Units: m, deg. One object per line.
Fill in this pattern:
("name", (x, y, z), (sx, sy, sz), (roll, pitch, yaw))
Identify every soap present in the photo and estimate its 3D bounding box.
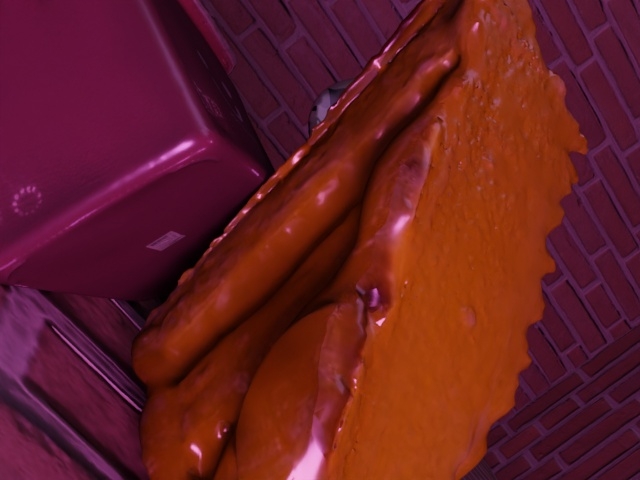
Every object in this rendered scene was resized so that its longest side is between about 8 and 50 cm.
("soap", (0.059, 0.051, 0.392), (0.169, 0.338, 0.304), (32, 19, -36))

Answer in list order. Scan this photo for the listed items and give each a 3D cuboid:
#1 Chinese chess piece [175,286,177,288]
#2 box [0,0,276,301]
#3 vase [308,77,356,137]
("Chinese chess piece", (-0.113, 0.029, 0.713), (0.084, 0.084, 0.034), (45, 50, -65))
("box", (-0.140, -0.066, 0.518), (0.167, 0.193, 0.294), (62, 5, 11))
("vase", (0.000, 0.000, 0.731), (0.165, 0.165, 0.360), (54, -29, 14))
